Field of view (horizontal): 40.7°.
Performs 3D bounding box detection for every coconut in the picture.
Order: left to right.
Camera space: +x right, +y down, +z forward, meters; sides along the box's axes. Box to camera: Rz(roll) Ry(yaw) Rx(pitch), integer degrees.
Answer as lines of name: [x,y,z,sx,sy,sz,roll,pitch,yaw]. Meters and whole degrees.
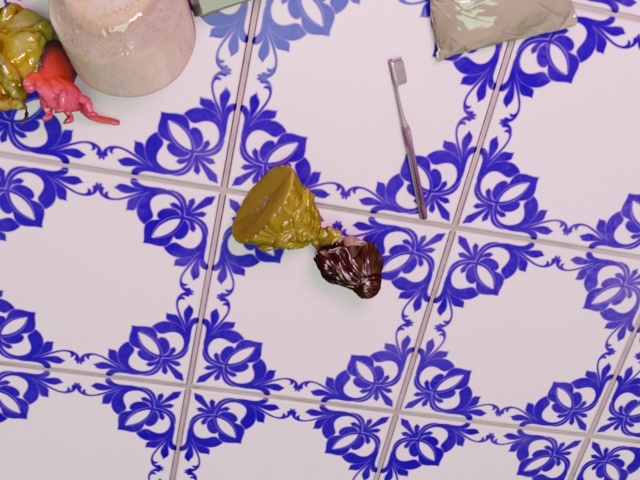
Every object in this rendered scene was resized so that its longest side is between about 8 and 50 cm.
coconut: [-0.339,-0.375,1.496,0.237,0.266,0.237,-1,73,4]

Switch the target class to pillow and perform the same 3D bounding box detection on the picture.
pillow: [0.322,-0.492,1.584,0.274,0.076,0.281,-14,117,4]

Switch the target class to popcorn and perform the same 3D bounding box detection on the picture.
popcorn: [-0.546,-0.321,1.527,0.168,0.195,0.173,-16,123,5]

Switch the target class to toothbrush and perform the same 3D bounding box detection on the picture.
toothbrush: [0.184,-0.201,1.749,0.029,0.024,0.354,-17,117,-6]

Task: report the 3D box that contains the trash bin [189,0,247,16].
trash bin: [-0.181,-0.533,1.496,0.164,0.122,0.240,-18,115,5]

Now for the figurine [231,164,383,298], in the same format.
figurine: [-0.001,-0.003,1.781,0.315,0.168,0.187,32,99,-29]

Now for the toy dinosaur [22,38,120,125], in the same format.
toy dinosaur: [-0.450,-0.284,1.557,0.070,0.286,0.139,-10,90,16]
